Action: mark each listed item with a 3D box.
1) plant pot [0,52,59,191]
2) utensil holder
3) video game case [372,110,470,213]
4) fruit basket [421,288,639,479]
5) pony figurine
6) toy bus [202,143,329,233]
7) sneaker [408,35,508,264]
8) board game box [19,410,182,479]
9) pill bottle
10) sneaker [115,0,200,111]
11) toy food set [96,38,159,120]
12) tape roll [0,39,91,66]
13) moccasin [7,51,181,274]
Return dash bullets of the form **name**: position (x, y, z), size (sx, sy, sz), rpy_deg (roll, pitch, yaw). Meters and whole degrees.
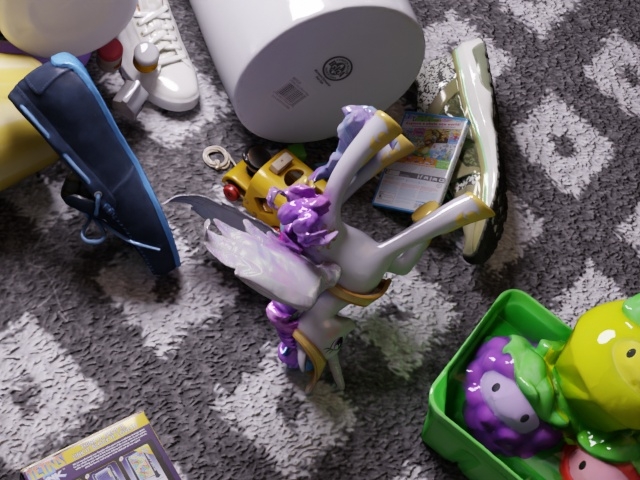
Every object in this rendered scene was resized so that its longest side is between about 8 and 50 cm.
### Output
- **plant pot**: position (-0.488, -0.152, 1.346), size (0.239, 0.254, 0.254), rpy_deg (-22, 69, -44)
- **utensil holder**: position (-0.043, -0.394, 1.547), size (0.328, 0.327, 0.385), rpy_deg (-10, 60, -23)
- **video game case**: position (0.159, -0.122, 1.577), size (0.119, 0.015, 0.166), rpy_deg (13, 78, 37)
- **fruit basket**: position (0.355, 0.223, 1.308), size (0.392, 0.392, 0.283), rpy_deg (39, 57, 7)
- **pony figurine**: position (0.000, 0.000, 1.338), size (0.351, 0.303, 0.363), rpy_deg (39, 94, -23)
- **toy bus**: position (-0.066, -0.088, 1.510), size (0.202, 0.104, 0.190), rpy_deg (2, 60, -17)
- **sneaker**: position (0.208, -0.140, 1.640), size (0.182, 0.158, 0.410), rpy_deg (-8, 61, 14)
- **board game box**: position (-0.267, 0.315, 1.244), size (0.170, 0.048, 0.141), rpy_deg (-23, 68, -27)
- **pill bottle**: position (-0.412, -0.453, 1.438), size (0.204, 0.204, 0.361), rpy_deg (-13, 57, -24)
- **sneaker**: position (-0.278, -0.339, 1.581), size (0.106, 0.123, 0.290), rpy_deg (-24, 71, -30)
- **toy food set**: position (-0.322, -0.218, 1.464), size (0.111, 0.104, 0.232), rpy_deg (33, 73, -5)
- **tape roll**: position (-0.488, -0.352, 1.541), size (0.275, 0.090, 0.274), rpy_deg (8, 59, -12)
- **moccasin**: position (-0.306, -0.089, 1.356), size (0.117, 0.138, 0.342), rpy_deg (-30, 115, -8)
